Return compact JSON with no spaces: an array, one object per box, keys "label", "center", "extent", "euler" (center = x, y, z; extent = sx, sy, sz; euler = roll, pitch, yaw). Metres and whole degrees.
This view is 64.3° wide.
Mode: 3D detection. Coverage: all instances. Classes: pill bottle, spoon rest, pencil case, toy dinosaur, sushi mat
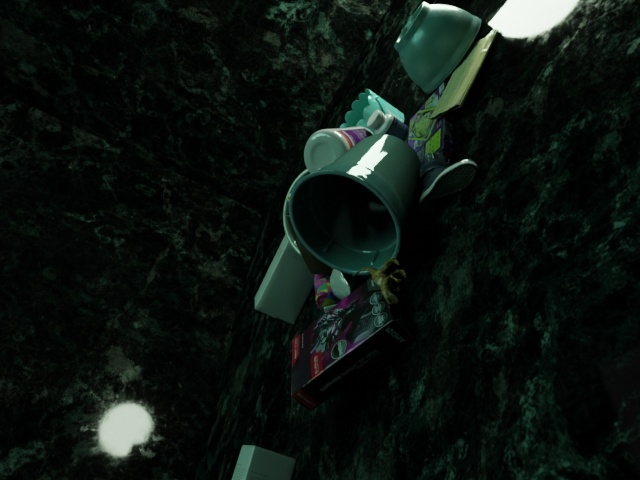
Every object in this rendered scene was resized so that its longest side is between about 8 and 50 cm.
[{"label":"pill bottle","center":[0.255,-0.398,1.844],"extent":[0.094,0.169,0.094],"euler":[-50,22,28]},{"label":"spoon rest","center":[0.073,0.170,1.670],"extent":[0.084,0.137,0.276],"euler":[-16,19,15]},{"label":"pencil case","center":[0.027,0.172,1.900],"extent":[0.105,0.104,0.236],"euler":[-59,19,22]},{"label":"toy dinosaur","center":[0.161,0.092,1.365],"extent":[0.112,0.064,0.211],"euler":[-30,28,-5]},{"label":"sushi mat","center":[0.447,-0.517,1.589],"extent":[0.317,0.019,0.151],"euler":[-62,17,-17]},{"label":"pill bottle","center":[0.095,-0.315,1.834],"extent":[0.322,0.181,0.182],"euler":[-22,-29,-54]}]

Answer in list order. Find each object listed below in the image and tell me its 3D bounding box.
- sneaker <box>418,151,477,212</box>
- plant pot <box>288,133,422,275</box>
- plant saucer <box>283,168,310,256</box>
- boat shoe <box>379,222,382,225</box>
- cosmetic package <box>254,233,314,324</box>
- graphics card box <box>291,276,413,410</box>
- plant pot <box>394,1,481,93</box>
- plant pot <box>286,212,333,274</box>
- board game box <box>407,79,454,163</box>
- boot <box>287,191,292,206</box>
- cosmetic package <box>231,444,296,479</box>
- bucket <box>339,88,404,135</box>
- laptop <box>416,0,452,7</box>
[{"label":"sneaker","center":[0.348,-0.200,1.413],"extent":[0.226,0.086,0.164],"euler":[-44,29,55]},{"label":"plant pot","center":[0.137,-0.131,1.507],"extent":[0.334,0.341,0.341],"euler":[-49,1,-43]},{"label":"plant saucer","center":[0.030,-0.109,2.059],"extent":[0.400,0.100,0.401],"euler":[-3,86,36]},{"label":"boat shoe","center":[0.150,0.010,1.739],"extent":[0.285,0.102,0.092],"euler":[-46,20,42]},{"label":"cosmetic package","center":[-0.130,0.157,2.247],"extent":[0.366,0.196,0.155],"euler":[-62,14,8]},{"label":"graphics card box","center":[0.073,0.276,1.420],"extent":[0.371,0.094,0.233],"euler":[-39,24,19]},{"label":"plant pot","center":[0.380,-0.689,1.761],"extent":[0.293,0.196,0.293],"euler":[-56,10,15]},{"label":"plant pot","center":[0.000,0.000,1.859],"extent":[0.215,0.215,0.231],"euler":[-157,56,-74]},{"label":"board game box","center":[0.358,-0.345,1.676],"extent":[0.208,0.056,0.347],"euler":[-42,28,47]},{"label":"boot","center":[0.018,-0.183,1.881],"extent":[0.203,0.095,0.262],"euler":[-6,20,27]},{"label":"cosmetic package","center":[-0.191,0.766,1.620],"extent":[0.151,0.151,0.184],"euler":[-40,29,58]},{"label":"bucket","center":[0.203,-0.457,2.095],"extent":[0.281,0.183,0.281],"euler":[-57,17,29]},{"label":"laptop","center":[0.514,-1.055,2.048],"extent":[0.234,0.264,0.137],"euler":[-50,58,45]}]
